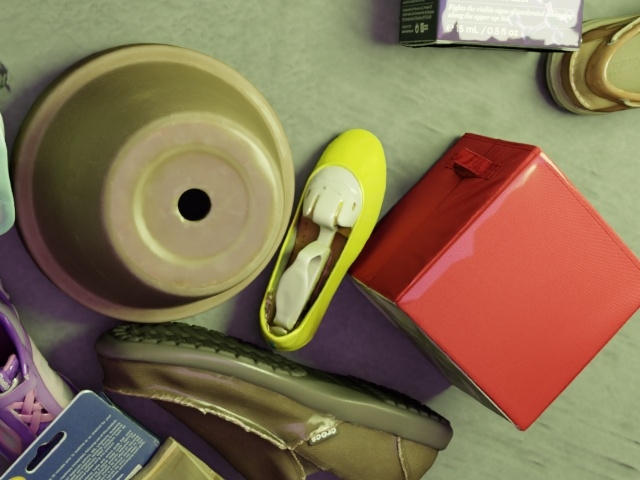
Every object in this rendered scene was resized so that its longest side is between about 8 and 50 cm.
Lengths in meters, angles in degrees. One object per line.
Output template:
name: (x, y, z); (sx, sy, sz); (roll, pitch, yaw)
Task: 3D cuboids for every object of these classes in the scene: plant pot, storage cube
plant pot: (-0.133, -0.043, 1.126); (0.263, 0.229, 0.263); (-2, 98, -15)
storage cube: (0.164, 0.033, 1.248); (0.193, 0.184, 0.215); (-47, 108, -4)

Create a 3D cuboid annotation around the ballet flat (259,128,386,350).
ballet flat: (0.000, 0.000, 1.241); (0.077, 0.077, 0.231); (23, 92, 14)

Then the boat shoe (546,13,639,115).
boat shoe: (0.393, -0.200, 1.318); (0.324, 0.116, 0.123); (-22, 103, -13)

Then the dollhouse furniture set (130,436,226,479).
dollhouse furniture set: (-0.133, 0.306, 1.176); (0.183, 0.129, 0.129); (-48, 132, -6)

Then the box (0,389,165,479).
box: (-0.198, 0.231, 1.201); (0.136, 0.036, 0.225); (-47, 132, -6)

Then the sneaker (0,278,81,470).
sneaker: (-0.279, 0.132, 1.170); (0.095, 0.104, 0.236); (-35, 108, -12)

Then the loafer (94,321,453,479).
loafer: (-0.047, 0.177, 1.229); (0.366, 0.134, 0.130); (20, 91, -18)

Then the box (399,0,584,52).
box: (0.166, -0.286, 1.244); (0.153, 0.108, 0.207); (-1, 98, -16)

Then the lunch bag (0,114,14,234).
lunch bag: (-0.364, -0.064, 1.036); (0.223, 0.262, 0.160); (-12, 101, -16)
